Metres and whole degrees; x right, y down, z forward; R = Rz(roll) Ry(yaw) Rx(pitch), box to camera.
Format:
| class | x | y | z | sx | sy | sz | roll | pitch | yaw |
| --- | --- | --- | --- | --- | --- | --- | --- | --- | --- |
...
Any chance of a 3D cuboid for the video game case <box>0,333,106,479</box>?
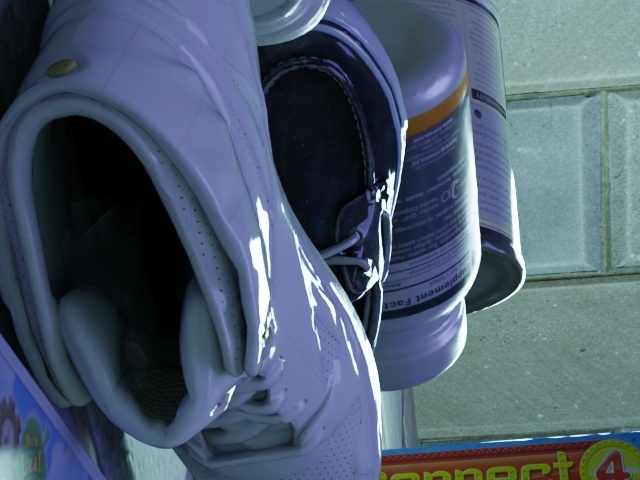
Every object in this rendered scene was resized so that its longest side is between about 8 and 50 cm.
| class | x | y | z | sx | sy | sz | roll | pitch | yaw |
| --- | --- | --- | --- | --- | --- | --- | --- | --- | --- |
| video game case | -0.094 | 0.121 | 0.390 | 0.212 | 0.023 | 0.193 | 76 | 12 | -60 |

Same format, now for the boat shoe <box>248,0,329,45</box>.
| class | x | y | z | sx | sy | sz | roll | pitch | yaw |
| --- | --- | --- | --- | --- | --- | --- | --- | --- | --- |
| boat shoe | -0.059 | -0.222 | 0.662 | 0.096 | 0.098 | 0.277 | -63 | 139 | -78 |

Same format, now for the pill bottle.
| class | x | y | z | sx | sy | sz | roll | pitch | yaw |
| --- | --- | --- | --- | --- | --- | --- | --- | --- | --- |
| pill bottle | 0.039 | -0.029 | 1.134 | 0.162 | 0.162 | 0.278 | -87 | 171 | -52 |

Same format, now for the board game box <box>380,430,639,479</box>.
| class | x | y | z | sx | sy | sz | roll | pitch | yaw |
| --- | --- | --- | --- | --- | --- | --- | --- | --- | --- |
| board game box | 0.147 | 0.320 | 1.241 | 0.086 | 0.308 | 0.302 | 76 | 11 | -52 |

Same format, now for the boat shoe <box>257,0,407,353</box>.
| class | x | y | z | sx | sy | sz | roll | pitch | yaw |
| --- | --- | --- | --- | --- | --- | --- | --- | --- | --- |
| boat shoe | 0.000 | 0.000 | 0.919 | 0.119 | 0.121 | 0.335 | -94 | 178 | -46 |

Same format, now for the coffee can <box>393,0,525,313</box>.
| class | x | y | z | sx | sy | sz | roll | pitch | yaw |
| --- | --- | --- | --- | --- | --- | --- | --- | --- | --- |
| coffee can | 0.084 | -0.084 | 1.418 | 0.201 | 0.201 | 0.275 | 73 | 14 | -66 |

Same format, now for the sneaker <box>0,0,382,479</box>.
| class | x | y | z | sx | sy | sz | roll | pitch | yaw |
| --- | --- | --- | --- | --- | --- | --- | --- | --- | --- |
| sneaker | -0.049 | 0.045 | 0.556 | 0.169 | 0.108 | 0.293 | -82 | 157 | -58 |
